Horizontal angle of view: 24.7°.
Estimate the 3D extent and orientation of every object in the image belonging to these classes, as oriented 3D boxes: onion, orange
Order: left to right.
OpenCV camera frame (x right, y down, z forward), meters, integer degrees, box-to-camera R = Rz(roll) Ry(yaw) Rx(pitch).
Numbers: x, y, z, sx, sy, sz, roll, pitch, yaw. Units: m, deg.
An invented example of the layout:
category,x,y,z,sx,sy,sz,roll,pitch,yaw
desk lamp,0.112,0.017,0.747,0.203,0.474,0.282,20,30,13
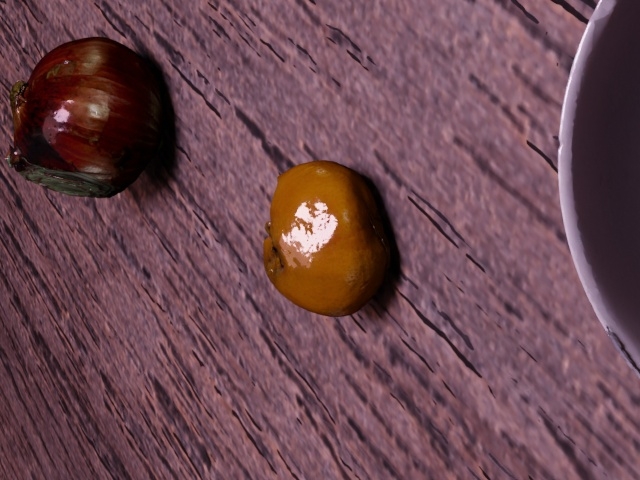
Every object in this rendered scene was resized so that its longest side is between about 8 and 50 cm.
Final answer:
category,x,y,z,sx,sy,sz,roll,pitch,yaw
onion,-0.162,-0.087,1.010,0.117,0.118,0.119,2,101,57
orange,0.000,0.000,0.793,0.086,0.062,0.086,28,124,52

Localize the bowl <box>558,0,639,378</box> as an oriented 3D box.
category,x,y,z,sx,sy,sz,roll,pitch,yaw
bowl,0.166,-0.029,0.427,0.086,0.189,0.189,-39,-57,-76
